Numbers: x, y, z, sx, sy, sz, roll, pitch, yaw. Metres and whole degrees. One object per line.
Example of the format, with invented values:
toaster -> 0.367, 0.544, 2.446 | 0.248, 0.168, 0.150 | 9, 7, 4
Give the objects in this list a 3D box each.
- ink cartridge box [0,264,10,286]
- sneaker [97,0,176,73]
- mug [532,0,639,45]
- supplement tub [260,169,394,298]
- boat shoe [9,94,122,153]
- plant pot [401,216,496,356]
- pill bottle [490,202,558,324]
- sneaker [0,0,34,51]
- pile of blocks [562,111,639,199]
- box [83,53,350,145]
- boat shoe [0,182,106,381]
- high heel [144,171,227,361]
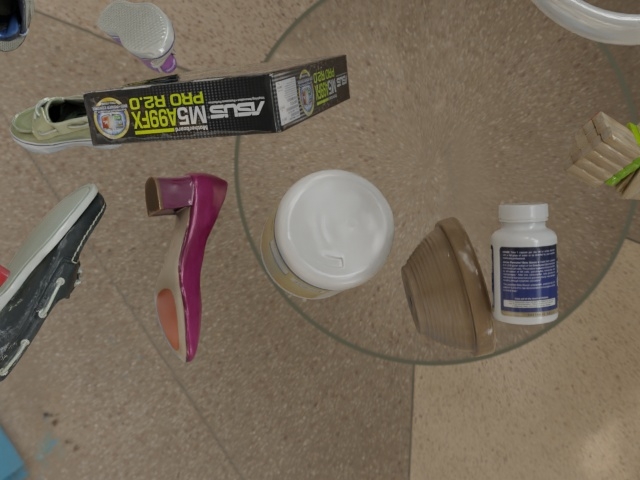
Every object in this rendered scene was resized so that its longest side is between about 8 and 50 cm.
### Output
ink cartridge box -> -0.337, -0.017, 0.359 | 0.273, 0.197, 0.114 | 44, 60, -34
sneaker -> -0.329, -0.396, 1.413 | 0.102, 0.161, 0.282 | -50, 43, 0
mug -> 0.351, -0.350, 0.667 | 0.374, 0.276, 0.328 | -45, 76, 0
supplement tub -> 0.000, 0.000, 1.414 | 0.228, 0.316, 0.229 | 2, 80, -12
boat shoe -> -0.488, -0.233, 1.322 | 0.302, 0.094, 0.109 | 2, 61, 28
plant pot -> 0.202, 0.087, 1.167 | 0.109, 0.237, 0.238 | -15, 93, 0
pill bottle -> 0.297, 0.031, 1.018 | 0.094, 0.094, 0.170 | -2, 96, 9
sneaker -> -0.211, -0.151, 0.448 | 0.052, 0.135, 0.058 | -3, 77, -21
pile of blocks -> 0.608, -0.161, 1.256 | 0.362, 0.113, 0.149 | 5, 142, -7
box -> -0.103, -0.168, 0.811 | 0.216, 0.270, 0.060 | -2, 107, 18
boat shoe -> -0.393, 0.056, 0.982 | 0.091, 0.114, 0.303 | 43, 79, -30
high heel -> -0.238, 0.047, 1.403 | 0.127, 0.181, 0.378 | -8, 87, 50
